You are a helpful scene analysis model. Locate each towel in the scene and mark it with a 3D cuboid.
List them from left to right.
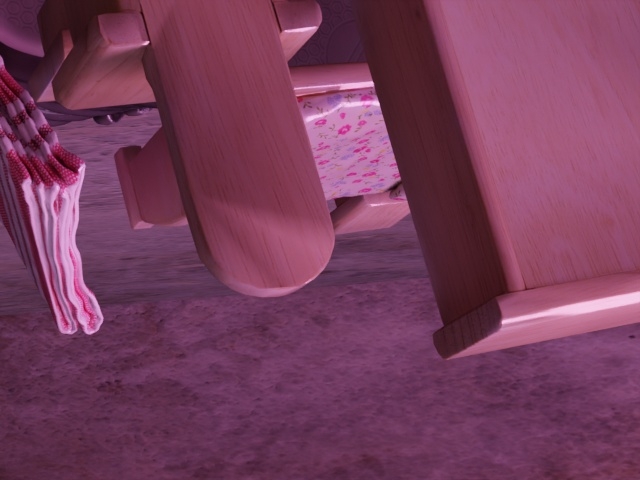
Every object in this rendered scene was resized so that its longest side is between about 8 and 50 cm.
[{"bbox_3d":[-0.161,-0.061,0.792,0.029,0.197,0.144,-25,153,-16],"label":"towel"}]

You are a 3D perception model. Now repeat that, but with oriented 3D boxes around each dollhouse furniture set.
[{"bbox_3d":[0.000,0.000,0.703,0.303,0.173,0.355,-8,164,-28],"label":"dollhouse furniture set"}]

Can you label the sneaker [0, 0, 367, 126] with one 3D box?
[{"bbox_3d":[-0.064,-0.111,0.901,0.296,0.104,0.147,7,171,-24],"label":"sneaker"}]
